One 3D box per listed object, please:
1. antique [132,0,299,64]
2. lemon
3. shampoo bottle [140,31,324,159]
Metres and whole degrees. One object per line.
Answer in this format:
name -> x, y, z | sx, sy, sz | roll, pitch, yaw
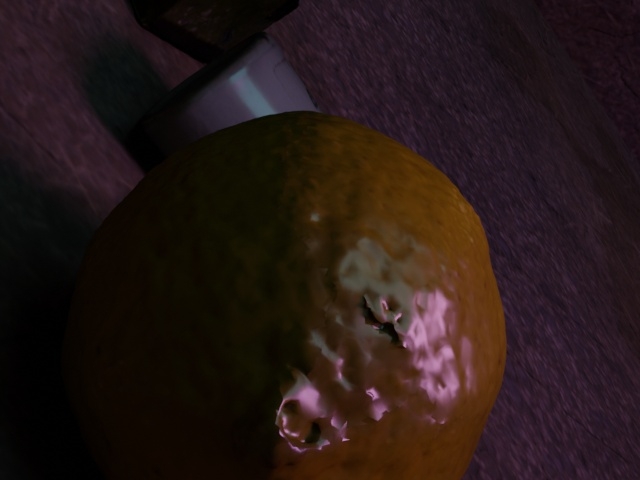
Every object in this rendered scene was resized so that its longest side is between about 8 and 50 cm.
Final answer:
antique -> -0.098, -0.231, 1.097 | 0.080, 0.081, 0.221 | 28, 34, -59
lemon -> -0.012, 0.040, 0.723 | 0.188, 0.188, 0.257 | 55, 16, -10
shampoo bottle -> 0.000, 0.000, 0.968 | 0.234, 0.087, 0.118 | 55, 16, -11
